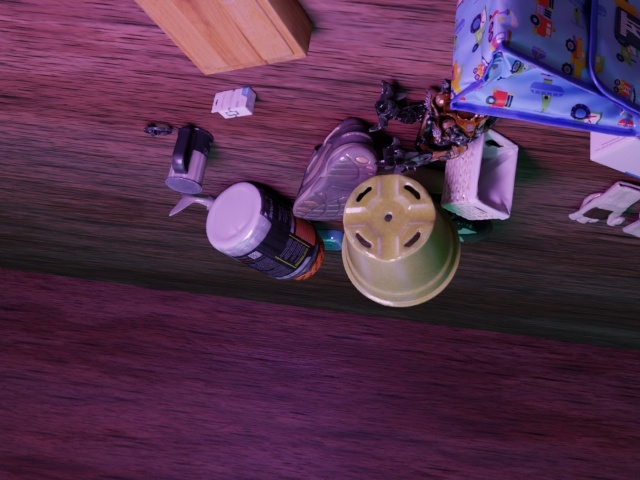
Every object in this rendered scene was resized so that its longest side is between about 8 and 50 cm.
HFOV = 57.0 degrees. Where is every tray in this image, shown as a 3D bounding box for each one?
[{"bbox_3d":[-0.192,-0.393,0.829,0.203,0.076,0.411,-2,158,25],"label":"tray"}]

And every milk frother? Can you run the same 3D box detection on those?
[{"bbox_3d":[-0.338,-0.194,1.355,0.143,0.134,0.129,0,159,21],"label":"milk frother"}]

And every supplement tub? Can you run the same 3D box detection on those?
[{"bbox_3d":[-0.144,-0.012,1.684,0.207,0.207,0.338,-5,156,34],"label":"supplement tub"}]

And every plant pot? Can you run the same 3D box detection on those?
[{"bbox_3d":[0.159,-0.016,1.253,0.276,0.276,0.254,3,165,14],"label":"plant pot"}]

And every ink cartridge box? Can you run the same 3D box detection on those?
[{"bbox_3d":[-0.175,-0.276,1.187,0.083,0.048,0.028,-1,159,28],"label":"ink cartridge box"},{"bbox_3d":[0.493,-0.206,0.889,0.148,0.203,0.086,15,161,-19],"label":"ink cartridge box"}]

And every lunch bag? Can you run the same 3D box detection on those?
[{"bbox_3d":[0.334,-0.260,0.768,0.293,0.220,0.138,12,160,-11],"label":"lunch bag"}]

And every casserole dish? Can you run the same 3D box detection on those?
[{"bbox_3d":[0.000,0.000,1.918,0.189,0.037,0.114,2,159,19],"label":"casserole dish"}]

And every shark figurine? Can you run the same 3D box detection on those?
[{"bbox_3d":[-0.294,-0.063,1.749,0.166,0.116,0.278,-7,158,33],"label":"shark figurine"}]

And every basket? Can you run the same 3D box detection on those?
[{"bbox_3d":[0.329,-0.133,1.227,0.113,0.167,0.103,21,163,-31],"label":"basket"}]

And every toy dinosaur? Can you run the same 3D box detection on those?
[{"bbox_3d":[0.220,-0.199,1.122,0.219,0.164,0.322,-3,142,-16],"label":"toy dinosaur"}]

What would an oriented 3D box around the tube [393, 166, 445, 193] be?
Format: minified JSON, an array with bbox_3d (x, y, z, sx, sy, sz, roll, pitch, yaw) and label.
[{"bbox_3d":[0.292,-0.137,1.395,0.240,0.070,0.062,9,124,-14],"label":"tube"}]

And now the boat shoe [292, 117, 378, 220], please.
[{"bbox_3d":[0.034,-0.152,1.341,0.132,0.130,0.355,12,155,-20],"label":"boat shoe"}]

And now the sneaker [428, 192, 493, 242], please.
[{"bbox_3d":[0.347,-0.061,1.501,0.276,0.097,0.135,18,165,-24],"label":"sneaker"}]

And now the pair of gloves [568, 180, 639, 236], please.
[{"bbox_3d":[0.749,-0.058,1.403,0.240,0.042,0.204,18,162,-8],"label":"pair of gloves"}]
